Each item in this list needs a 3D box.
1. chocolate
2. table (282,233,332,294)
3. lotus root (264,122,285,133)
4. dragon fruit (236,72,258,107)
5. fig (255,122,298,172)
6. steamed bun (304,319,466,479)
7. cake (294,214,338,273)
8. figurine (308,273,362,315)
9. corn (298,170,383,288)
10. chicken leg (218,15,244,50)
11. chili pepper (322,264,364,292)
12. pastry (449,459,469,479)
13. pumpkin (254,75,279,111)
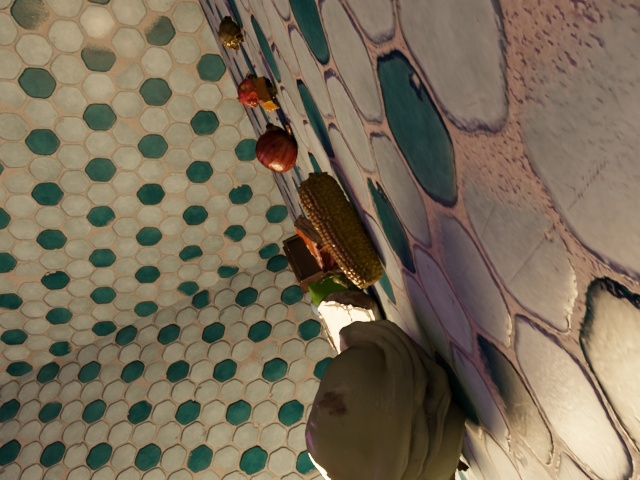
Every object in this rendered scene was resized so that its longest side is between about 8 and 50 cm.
[{"bbox_3d":[0.112,0.248,1.595,0.100,0.185,0.303,-59,-40,-42],"label":"chocolate"},{"bbox_3d":[-0.033,0.070,2.087,0.193,0.173,0.169,77,167,-74],"label":"table"},{"bbox_3d":[-0.130,-0.303,1.768,0.063,0.072,0.151,88,165,-54],"label":"lotus root"},{"bbox_3d":[-0.227,-0.487,1.865,0.086,0.081,0.116,58,-145,-85],"label":"dragon fruit"},{"bbox_3d":[-0.124,-0.270,1.649,0.128,0.129,0.150,-125,37,-66],"label":"fig"},{"bbox_3d":[0.137,0.309,1.021,0.309,0.220,0.324,-61,-37,-46],"label":"steamed bun"},{"bbox_3d":[-0.006,0.003,1.871,0.287,0.098,0.135,59,173,51],"label":"cake"},{"bbox_3d":[0.078,0.210,1.771,0.263,0.162,0.143,47,137,21],"label":"figurine"},{"bbox_3d":[0.042,-0.024,1.181,0.260,0.091,0.091,59,172,14],"label":"corn"},{"bbox_3d":[-0.269,-0.621,1.717,0.093,0.070,0.178,60,-173,-41],"label":"chicken leg"},{"bbox_3d":[0.073,0.096,1.648,0.204,0.073,0.072,-157,59,-67],"label":"chili pepper"},{"bbox_3d":[0.163,0.464,1.335,0.330,0.136,0.329,37,175,3],"label":"pastry"},{"bbox_3d":[-0.138,-0.386,1.516,0.083,0.054,0.074,6,-112,-77],"label":"pumpkin"}]
